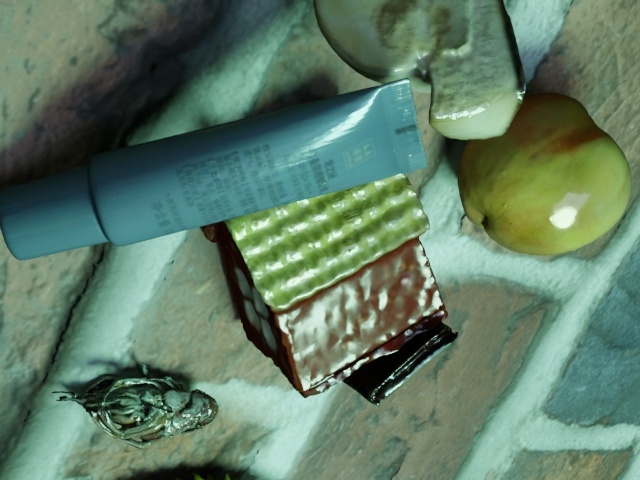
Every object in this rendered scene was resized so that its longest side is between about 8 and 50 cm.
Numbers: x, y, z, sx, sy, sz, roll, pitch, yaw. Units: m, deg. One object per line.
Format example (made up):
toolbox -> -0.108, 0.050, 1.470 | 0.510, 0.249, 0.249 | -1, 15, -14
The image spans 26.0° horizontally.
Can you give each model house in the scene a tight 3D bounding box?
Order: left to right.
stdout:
model house -> 0.000, 0.000, 1.402 | 0.196, 0.160, 0.254 | -29, 133, -12

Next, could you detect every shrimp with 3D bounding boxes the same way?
shrimp -> -0.194, 0.175, 1.465 | 0.190, 0.075, 0.073 | 16, 145, -31

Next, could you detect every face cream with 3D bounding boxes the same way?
face cream -> -0.098, -0.059, 1.250 | 0.385, 0.086, 0.135 | -14, 147, 4

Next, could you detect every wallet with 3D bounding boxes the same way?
wallet -> 0.078, 0.124, 1.531 | 0.122, 0.232, 0.031 | -39, 95, -6

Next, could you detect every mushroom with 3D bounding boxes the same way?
mushroom -> 0.081, -0.198, 1.312 | 0.173, 0.236, 0.162 | -10, 166, -3

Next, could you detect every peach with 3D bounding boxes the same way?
peach -> 0.239, -0.068, 1.505 | 0.184, 0.184, 0.184 | -19, 131, -23

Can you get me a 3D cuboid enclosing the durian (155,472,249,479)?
durian -> -0.114, 0.373, 1.592 | 0.352, 0.169, 0.158 | 14, 119, -31
